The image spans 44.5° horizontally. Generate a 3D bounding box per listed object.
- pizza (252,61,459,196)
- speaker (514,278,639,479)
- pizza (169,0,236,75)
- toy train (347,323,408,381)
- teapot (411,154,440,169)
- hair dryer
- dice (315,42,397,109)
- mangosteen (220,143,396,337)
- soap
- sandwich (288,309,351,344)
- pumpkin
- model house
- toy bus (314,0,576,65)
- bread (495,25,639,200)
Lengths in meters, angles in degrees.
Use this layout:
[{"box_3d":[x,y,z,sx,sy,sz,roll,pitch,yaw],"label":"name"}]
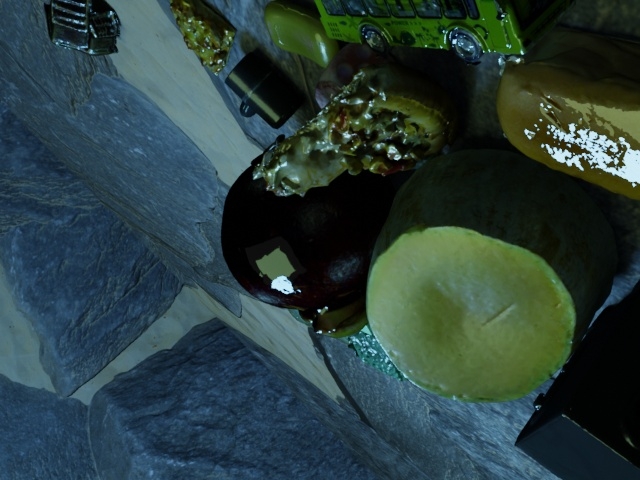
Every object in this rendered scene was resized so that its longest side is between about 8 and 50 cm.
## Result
[{"box_3d":[0.045,-0.136,0.982,0.251,0.287,0.074,79,173,-73],"label":"pizza"},{"box_3d":[0.415,0.203,1.036,0.184,0.254,0.232,36,160,12],"label":"speaker"},{"box_3d":[-0.201,-0.355,1.332,0.134,0.046,0.175,15,147,51],"label":"pizza"},{"box_3d":[0.138,0.138,1.513,0.159,0.188,0.272,23,151,39],"label":"toy train"},{"box_3d":[0.136,-0.123,1.196,0.110,0.043,0.043,17,148,46],"label":"teapot"},{"box_3d":[-0.112,-0.243,1.383,0.124,0.071,0.219,44,167,-7],"label":"hair dryer"},{"box_3d":[0.053,-0.212,1.085,0.091,0.094,0.093,40,159,8],"label":"dice"},{"box_3d":[0.000,0.000,1.295,0.306,0.307,0.347,8,131,57],"label":"mangosteen"},{"box_3d":[-0.023,-0.297,1.122,0.140,0.045,0.089,31,155,31],"label":"soap"},{"box_3d":[-0.027,0.078,1.782,0.262,0.131,0.325,20,150,49],"label":"sandwich"},{"box_3d":[0.209,0.068,1.042,0.332,0.199,0.333,15,130,18],"label":"pumpkin"},{"box_3d":[-0.485,-0.463,1.590,0.165,0.106,0.152,10,153,-16],"label":"model house"},{"box_3d":[0.110,-0.277,0.834,0.301,0.113,0.139,20,147,49],"label":"toy bus"},{"box_3d":[0.297,-0.126,0.797,0.241,0.107,0.136,27,153,34],"label":"bread"}]
